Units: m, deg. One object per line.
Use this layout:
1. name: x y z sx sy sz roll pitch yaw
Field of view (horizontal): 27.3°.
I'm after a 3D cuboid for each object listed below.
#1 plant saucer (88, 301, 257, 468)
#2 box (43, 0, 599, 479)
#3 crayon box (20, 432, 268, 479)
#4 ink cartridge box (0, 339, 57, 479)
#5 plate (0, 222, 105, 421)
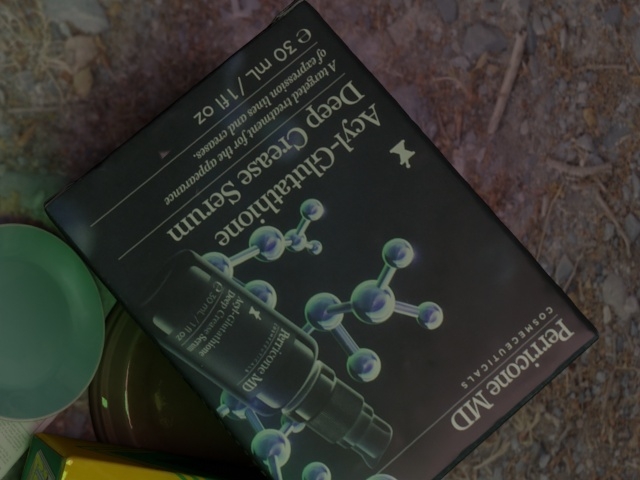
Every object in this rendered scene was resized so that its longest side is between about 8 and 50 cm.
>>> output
1. plant saucer: -0.106 0.149 1.369 0.278 0.041 0.278 1 89 -33
2. box: -0.004 0.042 1.197 0.293 0.212 0.395 -41 85 -8
3. crayon box: -0.166 0.391 1.265 0.313 0.106 0.363 15 89 -34
4. ink cartridge box: -0.350 0.145 1.213 0.189 0.066 0.232 56 42 -20
5. plate: -0.286 0.077 1.240 0.188 0.024 0.188 12 72 -42
